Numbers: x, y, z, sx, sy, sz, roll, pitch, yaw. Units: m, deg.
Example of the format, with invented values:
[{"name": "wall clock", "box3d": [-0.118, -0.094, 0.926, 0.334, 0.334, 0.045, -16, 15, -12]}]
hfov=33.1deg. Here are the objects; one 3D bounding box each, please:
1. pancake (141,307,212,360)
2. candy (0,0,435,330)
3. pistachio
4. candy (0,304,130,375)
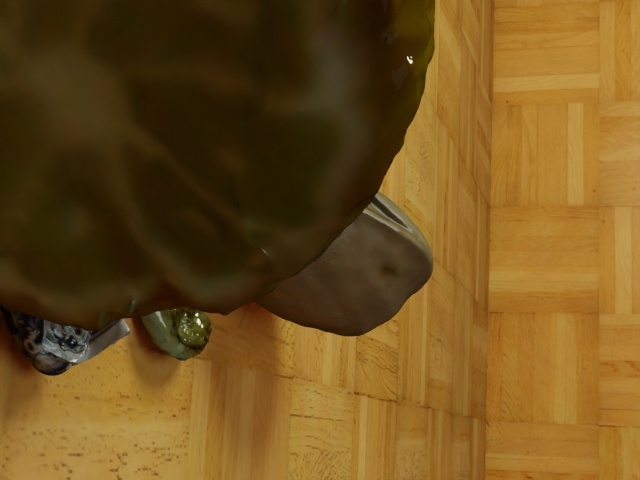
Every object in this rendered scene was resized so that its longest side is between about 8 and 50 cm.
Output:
[{"name": "pancake", "box3d": [-0.102, 0.020, 0.753, 0.116, 0.023, 0.129, -15, 99, -74]}, {"name": "candy", "box3d": [-0.086, -0.084, 0.388, 0.118, 0.260, 0.260, -74, 158, -58]}, {"name": "pistachio", "box3d": [0.000, 0.000, 0.907, 0.238, 0.153, 0.137, 32, 44, -40]}, {"name": "candy", "box3d": [-0.123, -0.018, 0.626, 0.226, 0.051, 0.094, -73, 154, -46]}]
